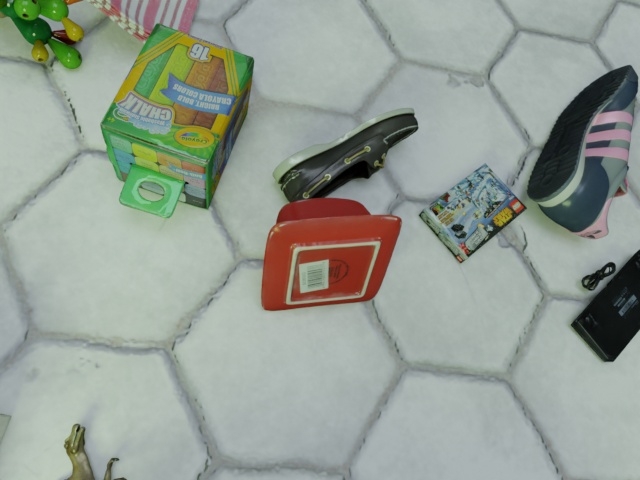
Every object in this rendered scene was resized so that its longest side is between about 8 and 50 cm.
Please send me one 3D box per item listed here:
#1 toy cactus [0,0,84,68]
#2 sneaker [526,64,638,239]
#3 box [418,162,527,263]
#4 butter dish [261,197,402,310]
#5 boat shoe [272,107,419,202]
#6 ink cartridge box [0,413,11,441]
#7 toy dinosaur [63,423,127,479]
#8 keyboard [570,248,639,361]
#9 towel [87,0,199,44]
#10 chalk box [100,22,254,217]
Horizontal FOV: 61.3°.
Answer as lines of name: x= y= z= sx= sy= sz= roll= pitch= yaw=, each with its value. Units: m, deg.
toy cactus: x=-0.404 y=-0.320 z=0.695 sx=0.180 sy=0.219 sz=0.112 roll=25 pitch=84 yaw=39
sneaker: x=0.437 y=-0.139 z=0.852 sx=0.131 sy=0.112 sz=0.319 roll=42 pitch=68 yaw=-13
box: x=0.224 y=-0.042 z=0.793 sx=0.137 sy=0.027 sz=0.094 roll=-35 pitch=78 yaw=-22
butter dish: x=0.000 y=0.000 z=0.676 sx=0.160 sy=0.160 sz=0.118 roll=-5 pitch=47 yaw=-15
boat shoe: x=0.047 y=-0.114 z=0.756 sx=0.228 sy=0.081 sz=0.068 roll=-28 pitch=80 yaw=-14
ink cartridge box: x=-0.423 y=0.173 z=0.512 sx=0.198 sy=0.115 sz=0.067 roll=15 pitch=67 yaw=-7
toy dinosaur: x=-0.250 y=0.288 z=0.552 sx=0.093 sy=0.053 sz=0.183 roll=5 pitch=59 yaw=6
keyboard: x=0.434 y=0.084 z=0.795 sx=0.180 sy=0.023 sz=0.108 roll=-37 pitch=87 yaw=-24
towel: x=-0.254 y=-0.354 z=0.745 sx=0.197 sy=0.029 sz=0.144 roll=31 pitch=53 yaw=-45
chalk box: x=-0.182 y=-0.133 z=0.680 sx=0.132 sy=0.132 sz=0.213 roll=18 pitch=66 yaw=-5
